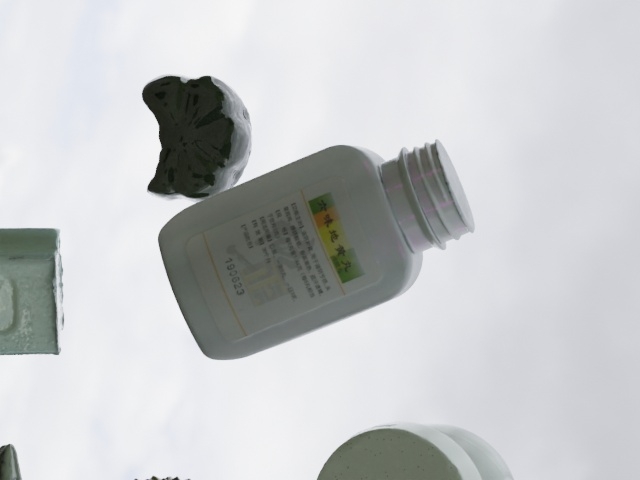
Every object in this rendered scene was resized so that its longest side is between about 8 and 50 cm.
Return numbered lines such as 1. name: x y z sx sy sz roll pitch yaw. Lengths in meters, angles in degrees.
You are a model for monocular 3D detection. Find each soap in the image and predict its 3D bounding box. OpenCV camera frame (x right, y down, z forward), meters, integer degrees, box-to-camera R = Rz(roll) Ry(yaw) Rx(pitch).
1. soap: -0.335 0.048 1.558 0.063 0.198 0.114 -98 -171 -58

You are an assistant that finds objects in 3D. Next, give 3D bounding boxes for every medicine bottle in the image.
1. medicine bottle: 0.000 0.000 1.854 0.179 0.324 0.124 68 13 4

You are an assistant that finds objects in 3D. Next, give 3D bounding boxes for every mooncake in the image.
1. mooncake: -0.172 -0.132 2.202 0.168 0.175 0.104 -34 178 10

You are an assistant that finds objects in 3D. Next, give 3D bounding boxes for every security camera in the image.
1. security camera: 0.114 0.286 1.860 0.194 0.236 0.194 -1 -92 22

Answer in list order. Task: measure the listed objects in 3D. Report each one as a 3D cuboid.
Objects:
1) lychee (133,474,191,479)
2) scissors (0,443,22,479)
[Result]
1. lychee: -0.200 0.437 2.232 0.270 0.320 0.270 -23 -135 24
2. scissors: -0.305 0.344 1.731 0.041 0.138 0.289 -39 -126 45
